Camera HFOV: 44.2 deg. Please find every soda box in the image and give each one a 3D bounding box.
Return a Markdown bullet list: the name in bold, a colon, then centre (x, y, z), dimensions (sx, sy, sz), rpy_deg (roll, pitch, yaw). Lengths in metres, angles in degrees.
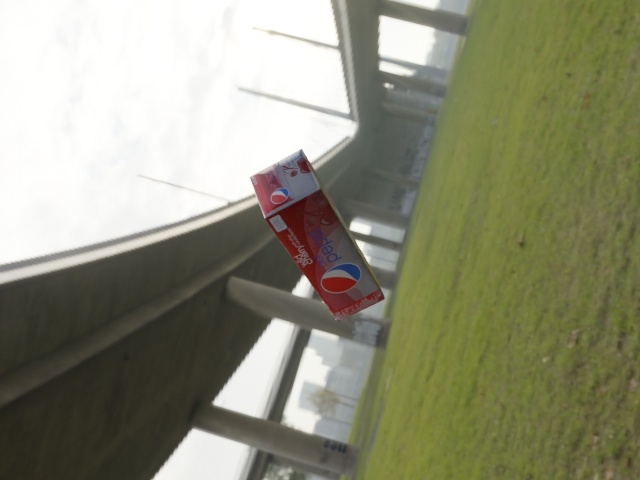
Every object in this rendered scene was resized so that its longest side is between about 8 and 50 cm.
- **soda box**: centre (0.000, 0.000, 1.095), dimensions (0.263, 0.083, 0.092), rpy_deg (58, -174, -46)
